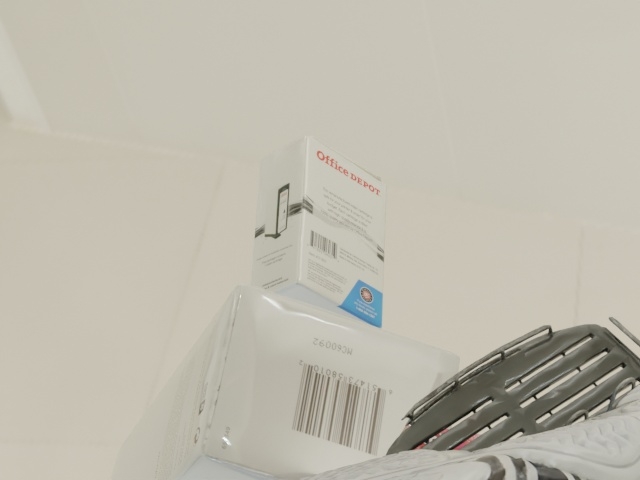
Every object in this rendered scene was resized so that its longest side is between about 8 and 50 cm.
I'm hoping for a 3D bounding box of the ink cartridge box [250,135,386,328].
[{"bbox_3d":[0.000,0.000,1.667,0.086,0.148,0.203,-24,50,38],"label":"ink cartridge box"}]

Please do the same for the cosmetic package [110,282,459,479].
[{"bbox_3d":[-0.053,0.203,1.168,0.197,0.365,0.155,20,57,-15],"label":"cosmetic package"}]

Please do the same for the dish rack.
[{"bbox_3d":[0.175,0.147,0.772,0.208,0.074,0.271,-28,53,-24],"label":"dish rack"}]

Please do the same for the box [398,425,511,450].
[{"bbox_3d":[0.070,0.261,0.943,0.123,0.256,0.128,13,33,-24],"label":"box"}]

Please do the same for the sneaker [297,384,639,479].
[{"bbox_3d":[0.117,0.169,0.533,0.366,0.210,0.137,-11,-7,-30],"label":"sneaker"}]
